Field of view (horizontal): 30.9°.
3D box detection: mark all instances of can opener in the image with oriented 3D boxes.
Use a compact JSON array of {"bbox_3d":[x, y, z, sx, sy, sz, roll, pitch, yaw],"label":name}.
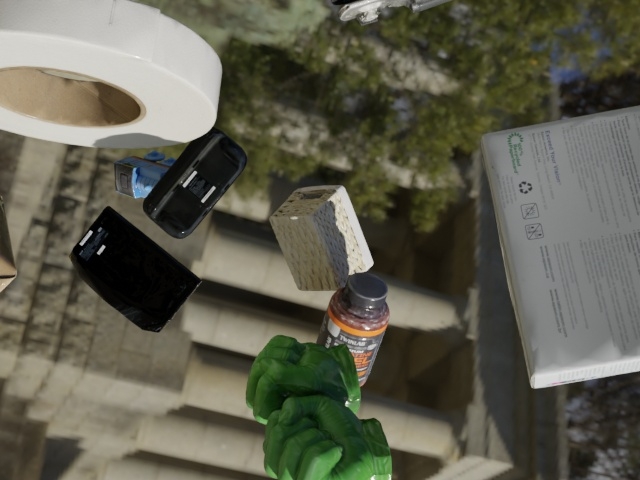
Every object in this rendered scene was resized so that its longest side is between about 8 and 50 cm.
[{"bbox_3d":[0.154,-0.419,1.852,0.076,0.283,0.095,108,-38,-82],"label":"can opener"}]

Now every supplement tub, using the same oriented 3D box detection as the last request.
[{"bbox_3d":[0.053,0.149,1.937,0.106,0.106,0.198,-99,-160,-52],"label":"supplement tub"}]

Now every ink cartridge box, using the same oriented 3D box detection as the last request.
[{"bbox_3d":[0.386,-0.006,1.412,0.071,0.330,0.324,71,11,-67],"label":"ink cartridge box"}]

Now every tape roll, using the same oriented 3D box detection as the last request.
[{"bbox_3d":[-0.316,-0.208,1.449,0.392,0.392,0.072,153,-54,-66],"label":"tape roll"}]

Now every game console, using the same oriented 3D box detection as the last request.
[{"bbox_3d":[-0.260,-0.030,2.036,0.361,0.213,0.044,-51,-179,1],"label":"game console"}]

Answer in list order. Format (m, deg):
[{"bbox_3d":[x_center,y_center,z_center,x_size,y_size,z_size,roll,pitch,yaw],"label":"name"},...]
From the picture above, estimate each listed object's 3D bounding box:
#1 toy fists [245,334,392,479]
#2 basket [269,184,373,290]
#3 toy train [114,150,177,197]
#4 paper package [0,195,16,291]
[{"bbox_3d":[-0.012,0.214,1.441,0.279,0.142,0.096,-114,-157,-55],"label":"toy fists"},{"bbox_3d":[0.000,0.000,2.022,0.113,0.167,0.103,-3,-151,40],"label":"basket"},{"bbox_3d":[-0.307,-0.115,2.213,0.184,0.105,0.080,19,-60,37],"label":"toy train"},{"bbox_3d":[-0.680,0.046,1.952,0.309,0.168,0.325,-45,-151,3],"label":"paper package"}]
